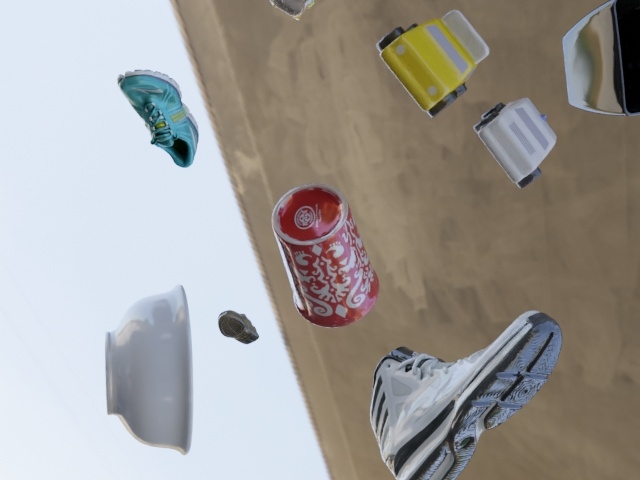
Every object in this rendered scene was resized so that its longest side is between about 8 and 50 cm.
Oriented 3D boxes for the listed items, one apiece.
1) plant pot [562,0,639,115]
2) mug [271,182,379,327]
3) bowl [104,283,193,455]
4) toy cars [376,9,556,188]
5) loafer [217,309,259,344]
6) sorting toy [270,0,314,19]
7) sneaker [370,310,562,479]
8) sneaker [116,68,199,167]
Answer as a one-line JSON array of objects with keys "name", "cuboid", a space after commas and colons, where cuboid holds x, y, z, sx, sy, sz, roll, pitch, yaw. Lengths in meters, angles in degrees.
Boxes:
[{"name": "plant pot", "cuboid": [0.520, -0.304, 1.386, 0.167, 0.188, 0.188, -177, -102, -67]}, {"name": "mug", "cuboid": [-0.007, 0.007, 1.009, 0.150, 0.113, 0.169, 47, -14, 35]}, {"name": "bowl", "cuboid": [-0.300, 0.224, 1.400, 0.298, 0.134, 0.297, 178, -90, -74]}, {"name": "toy cars", "cuboid": [0.202, -0.175, 0.986, 0.087, 0.394, 0.176, -37, -128, 24]}, {"name": "loafer", "cuboid": [-0.183, 0.182, 1.764, 0.050, 0.056, 0.148, 62, 4, 33]}, {"name": "sorting toy", "cuboid": [-0.029, -0.363, 1.173, 0.083, 0.075, 0.045, 36, -21, 20]}, {"name": "sneaker", "cuboid": [0.230, 0.247, 1.520, 0.447, 0.169, 0.257, -55, -134, 22]}, {"name": "sneaker", "cuboid": [-0.326, -0.254, 1.699, 0.107, 0.110, 0.275, -13, -32, 16]}]
